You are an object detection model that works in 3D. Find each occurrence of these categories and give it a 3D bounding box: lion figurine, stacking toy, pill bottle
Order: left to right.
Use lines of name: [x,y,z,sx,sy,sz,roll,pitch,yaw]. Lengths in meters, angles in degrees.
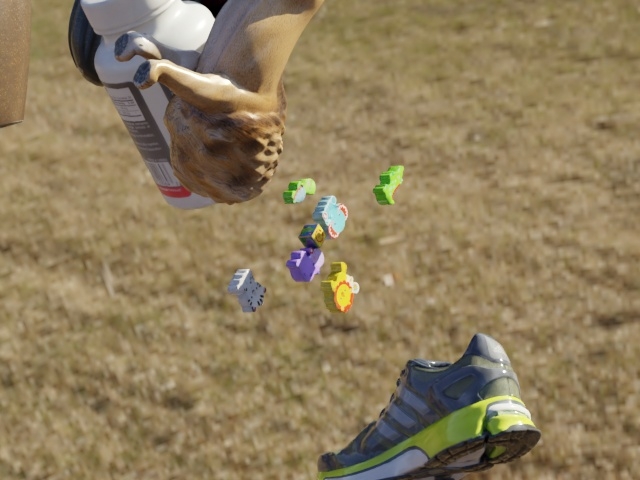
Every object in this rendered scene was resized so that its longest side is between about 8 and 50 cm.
pill bottle: [-0.200,-0.216,2.036,0.176,0.318,0.176,-20,28,11]
lion figurine: [-0.078,-0.233,1.656,0.392,0.240,0.142,-58,39,10]
stacking toy: [0.000,0.000,1.841,0.167,0.052,0.221,-3,46,39]

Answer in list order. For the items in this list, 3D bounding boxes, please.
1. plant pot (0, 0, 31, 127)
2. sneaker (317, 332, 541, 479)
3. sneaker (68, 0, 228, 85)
plant pot: [-0.330,-0.200,1.255,0.215,0.230,0.215,-14,6,1]
sneaker: [0.105,0.190,1.535,0.300,0.111,0.121,-29,55,43]
sneaker: [-0.205,-0.372,2.169,0.483,0.185,0.202,-34,27,30]
